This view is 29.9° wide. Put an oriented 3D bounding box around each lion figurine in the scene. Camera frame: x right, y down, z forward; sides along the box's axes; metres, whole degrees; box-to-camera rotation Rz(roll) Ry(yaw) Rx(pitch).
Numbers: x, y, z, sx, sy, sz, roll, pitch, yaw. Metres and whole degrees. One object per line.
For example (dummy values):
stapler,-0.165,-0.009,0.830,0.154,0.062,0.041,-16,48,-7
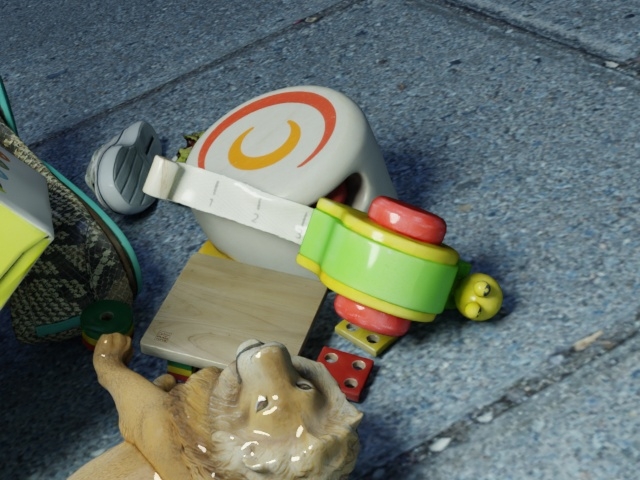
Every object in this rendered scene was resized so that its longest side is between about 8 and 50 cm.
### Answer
lion figurine,-0.163,0.204,0.891,0.392,0.142,0.240,-41,41,-8

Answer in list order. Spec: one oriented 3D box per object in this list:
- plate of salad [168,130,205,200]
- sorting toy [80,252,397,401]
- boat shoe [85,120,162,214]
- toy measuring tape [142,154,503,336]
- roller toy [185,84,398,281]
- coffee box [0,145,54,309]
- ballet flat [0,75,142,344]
plate of salad,-0.107,-0.106,1.440,0.199,0.048,0.200,-15,30,9
sorting toy,-0.066,0.082,1.069,0.274,0.046,0.132,12,40,11
boat shoe,-0.246,-0.076,1.460,0.075,0.083,0.226,-26,16,13
toy measuring tape,0.000,0.000,1.020,0.330,0.121,0.121,20,37,1
roller toy,-0.026,-0.043,1.184,0.191,0.146,0.209,-6,42,23
coffee box,-0.450,0.009,0.965,0.338,0.337,0.334,-54,17,1
ballet flat,-0.366,-0.058,1.301,0.182,0.164,0.483,-23,46,-21
